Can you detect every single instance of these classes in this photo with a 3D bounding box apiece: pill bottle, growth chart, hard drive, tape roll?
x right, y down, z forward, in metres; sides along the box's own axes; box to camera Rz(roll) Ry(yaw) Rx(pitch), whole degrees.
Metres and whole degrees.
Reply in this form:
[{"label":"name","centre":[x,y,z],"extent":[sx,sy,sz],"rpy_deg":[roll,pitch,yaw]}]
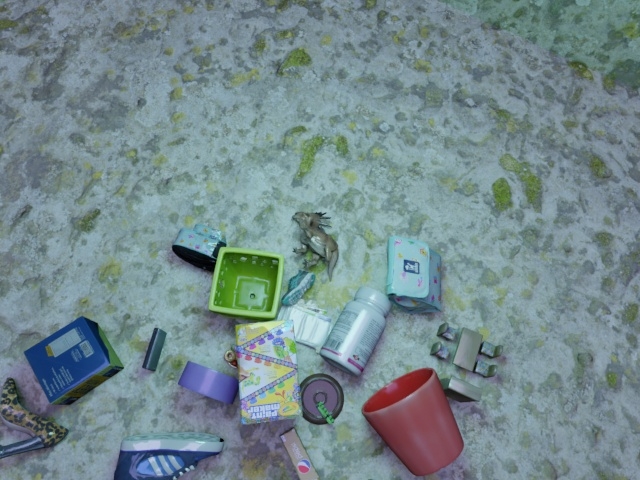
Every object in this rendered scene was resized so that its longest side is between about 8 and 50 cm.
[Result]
[{"label":"pill bottle","centre":[0.131,0.312,1.547],"extent":[0.161,0.160,0.282],"rpy_deg":[29,70,8]},{"label":"growth chart","centre":[-0.047,0.303,1.614],"extent":[0.238,0.021,0.171],"rpy_deg":[26,69,6]},{"label":"hard drive","centre":[-0.565,0.373,1.514],"extent":[0.022,0.094,0.135],"rpy_deg":[10,69,1]},{"label":"tape roll","centre":[-0.358,0.462,1.442],"extent":[0.189,0.189,0.080],"rpy_deg":[18,69,4]}]

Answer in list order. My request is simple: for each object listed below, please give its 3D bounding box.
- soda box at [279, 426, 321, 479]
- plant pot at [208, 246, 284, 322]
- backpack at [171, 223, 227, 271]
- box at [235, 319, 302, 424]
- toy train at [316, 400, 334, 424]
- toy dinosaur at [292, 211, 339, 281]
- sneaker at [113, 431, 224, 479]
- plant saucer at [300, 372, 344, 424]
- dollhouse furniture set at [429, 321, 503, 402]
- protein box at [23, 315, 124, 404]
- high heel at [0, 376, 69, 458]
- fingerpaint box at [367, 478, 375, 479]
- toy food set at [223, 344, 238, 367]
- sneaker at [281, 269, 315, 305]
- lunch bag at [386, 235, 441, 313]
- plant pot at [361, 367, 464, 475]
[{"label":"soda box","centre":[-0.067,0.702,1.435],"extent":[0.058,0.061,0.181],"rpy_deg":[-26,72,-13]},{"label":"plant pot","centre":[-0.248,0.170,1.554],"extent":[0.228,0.207,0.227],"rpy_deg":[8,68,-1]},{"label":"backpack","centre":[-0.437,0.023,1.621],"extent":[0.189,0.165,0.144],"rpy_deg":[13,67,-2]},{"label":"box","centre":[-0.165,0.415,1.403],"extent":[0.177,0.290,0.278],"rpy_deg":[-4,73,-8]},{"label":"toy train","centre":[0.014,0.577,1.483],"extent":[0.024,0.017,0.083],"rpy_deg":[-38,75,-5]},{"label":"toy dinosaur","centre":[0.000,0.000,1.692],"extent":[0.295,0.127,0.200],"rpy_deg":[52,38,-1]},{"label":"sneaker","centre":[-0.469,0.732,1.375],"extent":[0.324,0.130,0.235],"rpy_deg":[3,78,-8]},{"label":"plant saucer","centre":[-0.001,0.541,1.521],"extent":[0.169,0.029,0.168],"rpy_deg":[2,69,-4]},{"label":"dollhouse furniture set","centre":[0.500,0.419,1.528],"extent":[0.212,0.161,0.241],"rpy_deg":[23,69,6]},{"label":"protein box","centre":[-0.809,0.397,1.467],"extent":[0.201,0.136,0.199],"rpy_deg":[-34,75,-15]},{"label":"high heel","centre":[-0.933,0.555,1.446],"extent":[0.187,0.093,0.261],"rpy_deg":[-6,54,-29]},{"label":"fingerpaint box","centre":[0.282,0.990,1.291],"extent":[0.372,0.163,0.444],"rpy_deg":[15,68,2]},{"label":"toy food set","centre":[-0.290,0.406,1.559],"extent":[0.083,0.020,0.083],"rpy_deg":[-42,76,-17]},{"label":"sneaker","centre":[-0.094,0.171,1.638],"extent":[0.076,0.064,0.166],"rpy_deg":[24,51,32]},{"label":"lunch bag","centre":[0.320,0.123,1.572],"extent":[0.160,0.262,0.223],"rpy_deg":[-11,61,36]},{"label":"plant pot","centre":[0.307,0.580,1.413],"extent":[0.275,0.275,0.243],"rpy_deg":[-29,82,-14]}]
